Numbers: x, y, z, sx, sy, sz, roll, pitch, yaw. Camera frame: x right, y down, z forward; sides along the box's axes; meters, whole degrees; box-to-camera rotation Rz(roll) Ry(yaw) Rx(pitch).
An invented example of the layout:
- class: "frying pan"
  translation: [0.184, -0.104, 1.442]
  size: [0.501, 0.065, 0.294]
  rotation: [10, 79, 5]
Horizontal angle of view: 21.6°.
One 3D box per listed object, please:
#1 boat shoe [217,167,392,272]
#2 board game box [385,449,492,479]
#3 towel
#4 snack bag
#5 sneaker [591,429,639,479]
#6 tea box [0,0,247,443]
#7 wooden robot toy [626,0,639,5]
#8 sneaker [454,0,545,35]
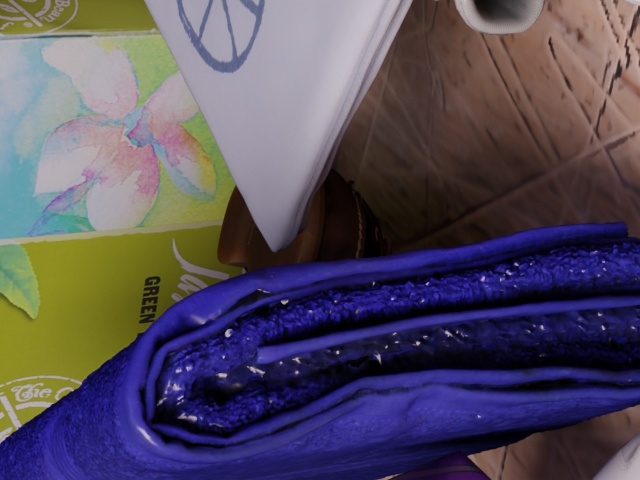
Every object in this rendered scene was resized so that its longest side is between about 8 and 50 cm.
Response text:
- class: "boat shoe"
  translation: [0.000, 0.000, 0.832]
  size: [0.207, 0.073, 0.073]
  rotation: [-142, 71, -78]
- class: "board game box"
  translation: [0.120, 0.250, 0.541]
  size: [0.347, 0.056, 0.208]
  rotation: [43, 144, 42]
- class: "towel"
  translation: [-0.008, 0.060, 0.693]
  size: [0.308, 0.227, 0.076]
  rotation: [145, 118, -65]
- class: "snack bag"
  translation: [-0.019, -0.223, 0.670]
  size: [0.323, 0.037, 0.342]
  rotation: [63, 145, 33]
- class: "sneaker"
  translation: [0.153, 0.054, 0.516]
  size: [0.235, 0.090, 0.095]
  rotation: [135, 144, -60]
- class: "tea box"
  translation: [-0.192, -0.039, 0.992]
  size: [0.220, 0.323, 0.329]
  rotation: [-121, 33, -44]
- class: "wooden robot toy"
  translation: [0.151, -0.060, 0.530]
  size: [0.079, 0.076, 0.173]
  rotation: [57, 175, -34]
- class: "sneaker"
  translation: [0.049, -0.145, 0.695]
  size: [0.262, 0.099, 0.121]
  rotation: [-161, 64, -67]
